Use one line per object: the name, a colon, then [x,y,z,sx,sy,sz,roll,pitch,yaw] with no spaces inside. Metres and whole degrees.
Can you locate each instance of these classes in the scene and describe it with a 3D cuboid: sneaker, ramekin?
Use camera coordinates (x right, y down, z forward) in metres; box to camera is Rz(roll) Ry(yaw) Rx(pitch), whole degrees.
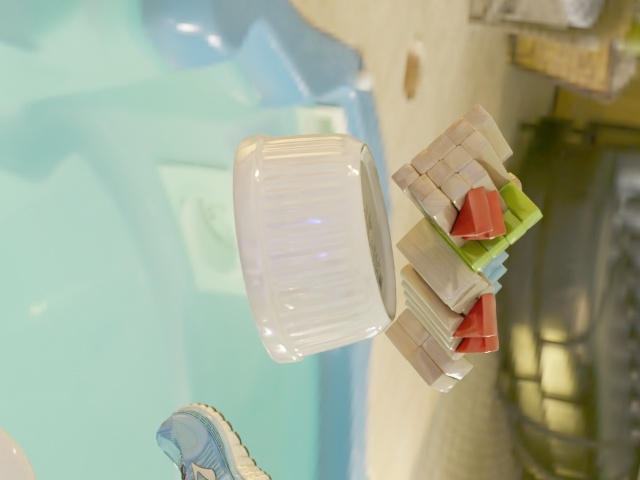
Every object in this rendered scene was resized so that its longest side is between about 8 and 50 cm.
sneaker: [-0.079,0.168,1.024,0.073,0.162,0.063,-26,123,-18]
ramekin: [0.000,0.000,1.349,0.207,0.109,0.207,-9,90,-81]

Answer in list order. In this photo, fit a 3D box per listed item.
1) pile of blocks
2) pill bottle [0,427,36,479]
pile of blocks: [0.156,0.030,1.481,0.149,0.112,0.362,-28,148,-19]
pill bottle: [-0.404,0.319,1.530,0.188,0.188,0.334,-64,-177,-38]
